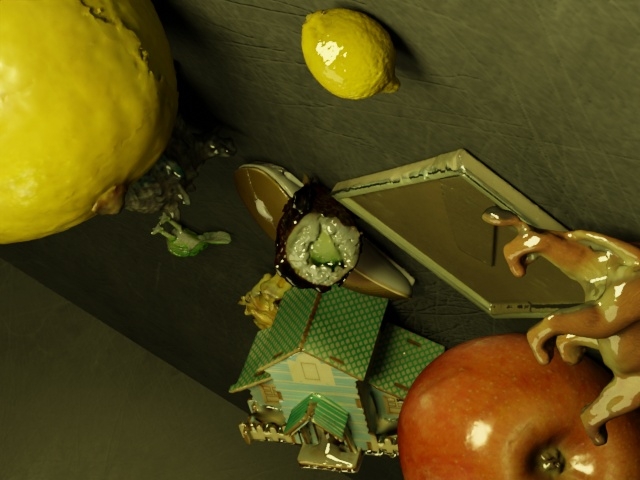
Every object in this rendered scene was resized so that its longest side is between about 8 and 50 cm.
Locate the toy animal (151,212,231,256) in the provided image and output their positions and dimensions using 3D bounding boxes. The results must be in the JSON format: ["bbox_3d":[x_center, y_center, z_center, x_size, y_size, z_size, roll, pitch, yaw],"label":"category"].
[{"bbox_3d":[-0.188,-0.008,2.149,0.075,0.041,0.217,35,162,-16],"label":"toy animal"}]

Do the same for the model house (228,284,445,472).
[{"bbox_3d":[0.010,0.157,1.909,0.271,0.178,0.206,6,136,19],"label":"model house"}]

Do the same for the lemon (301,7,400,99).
[{"bbox_3d":[0.024,-0.140,1.179,0.092,0.065,0.065,38,165,-20],"label":"lemon"}]

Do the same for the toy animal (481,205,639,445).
[{"bbox_3d":[0.266,0.075,1.309,0.158,0.097,0.312,-18,136,18],"label":"toy animal"}]

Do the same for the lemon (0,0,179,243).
[{"bbox_3d":[-0.273,-0.147,1.363,0.297,0.297,0.297,31,166,8],"label":"lemon"}]

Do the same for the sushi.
[{"bbox_3d":[-0.007,-0.005,1.611,0.098,0.094,0.084,32,-160,-11],"label":"sushi"}]

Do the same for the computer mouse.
[{"bbox_3d":[0.000,0.000,1.732,0.245,0.056,0.126,41,163,-27],"label":"computer mouse"}]

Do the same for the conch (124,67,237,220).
[{"bbox_3d":[-0.247,-0.127,1.642,0.313,0.186,0.241,12,180,-12],"label":"conch"}]

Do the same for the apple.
[{"bbox_3d":[0.216,0.222,1.613,0.272,0.251,0.206,48,158,-9],"label":"apple"}]

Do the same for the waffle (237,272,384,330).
[{"bbox_3d":[0.025,0.146,2.154,0.329,0.062,0.329,29,165,9],"label":"waffle"}]

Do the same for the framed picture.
[{"bbox_3d":[0.151,0.003,1.474,0.232,0.024,0.315,36,167,-15],"label":"framed picture"}]
